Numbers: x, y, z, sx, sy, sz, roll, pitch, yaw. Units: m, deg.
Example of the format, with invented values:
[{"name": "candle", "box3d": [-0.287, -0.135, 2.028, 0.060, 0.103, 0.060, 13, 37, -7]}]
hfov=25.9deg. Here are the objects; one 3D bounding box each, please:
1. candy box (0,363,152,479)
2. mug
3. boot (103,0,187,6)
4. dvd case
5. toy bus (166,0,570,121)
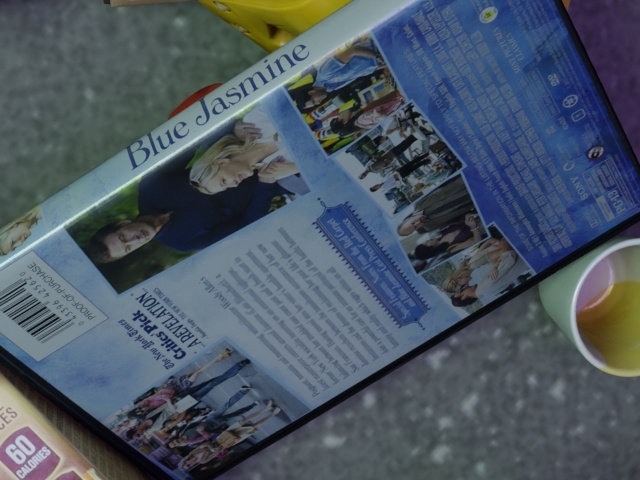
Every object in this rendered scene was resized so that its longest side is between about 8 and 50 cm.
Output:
[{"name": "candy box", "box3d": [-0.216, 0.084, 0.560, 0.183, 0.087, 0.316, -43, 105, -3]}, {"name": "mug", "box3d": [0.132, 0.031, 0.640, 0.062, 0.064, 0.078, -10, 104, -13]}, {"name": "boot", "box3d": [-0.137, -0.165, 0.547, 0.197, 0.073, 0.152, -9, 103, -23]}, {"name": "dvd case", "box3d": [0.000, 0.000, 0.556, 0.253, 0.022, 0.180, -32, 138, 7]}, {"name": "toy bus", "box3d": [0.009, -0.118, 0.539, 0.202, 0.104, 0.191, -25, 118, -31]}]
